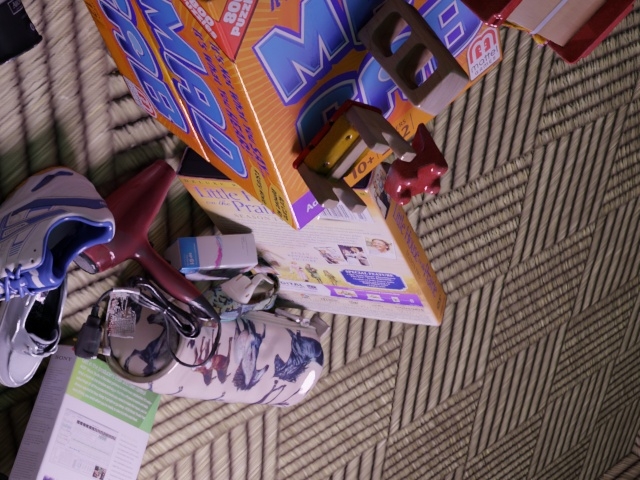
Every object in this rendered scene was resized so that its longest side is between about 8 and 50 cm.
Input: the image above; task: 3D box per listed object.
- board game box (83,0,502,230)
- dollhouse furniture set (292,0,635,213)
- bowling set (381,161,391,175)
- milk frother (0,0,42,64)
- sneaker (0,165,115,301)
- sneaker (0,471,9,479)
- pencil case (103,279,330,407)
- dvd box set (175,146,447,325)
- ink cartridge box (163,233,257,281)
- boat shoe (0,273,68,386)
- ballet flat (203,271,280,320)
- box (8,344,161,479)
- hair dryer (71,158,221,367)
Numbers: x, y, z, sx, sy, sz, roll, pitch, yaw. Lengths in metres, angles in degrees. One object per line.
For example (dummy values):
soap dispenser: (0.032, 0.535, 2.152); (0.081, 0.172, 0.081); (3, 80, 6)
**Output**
board game box: (-0.050, -0.311, 1.265); (0.356, 0.356, 0.357); (-40, 144, -16)
dollhouse furniture set: (0.137, -0.203, 1.168); (0.374, 0.152, 0.201); (-47, 149, 24)
bowling set: (0.038, -0.144, 1.678); (0.154, 0.287, 0.200); (-31, 105, -41)
milk frother: (-0.393, -0.249, 1.149); (0.143, 0.129, 0.135); (-26, 114, -4)
sneaker: (-0.398, 0.026, 1.361); (0.296, 0.131, 0.112); (-41, 145, -14)
sneaker: (-0.504, 0.308, 1.530); (0.132, 0.086, 0.228); (-58, 144, 3)
pencil case: (-0.161, 0.167, 1.727); (0.410, 0.160, 0.184); (19, 101, -54)
dvd box set: (0.000, 0.000, 1.655); (0.420, 0.307, 0.062); (56, 45, -53)
ink cartridge box: (-0.166, 0.027, 1.627); (0.122, 0.052, 0.088); (-5, 166, -24)
boat shoe: (-0.400, 0.120, 1.482); (0.079, 0.081, 0.228); (-9, 126, -45)
ballet flat: (-0.117, 0.077, 1.638); (0.070, 0.070, 0.188); (-63, 163, 15)
box: (-0.364, 0.345, 1.618); (0.232, 0.058, 0.322); (46, 55, -54)
hair dryer: (-0.248, 0.030, 1.510); (0.223, 0.080, 0.294); (6, 85, -38)
